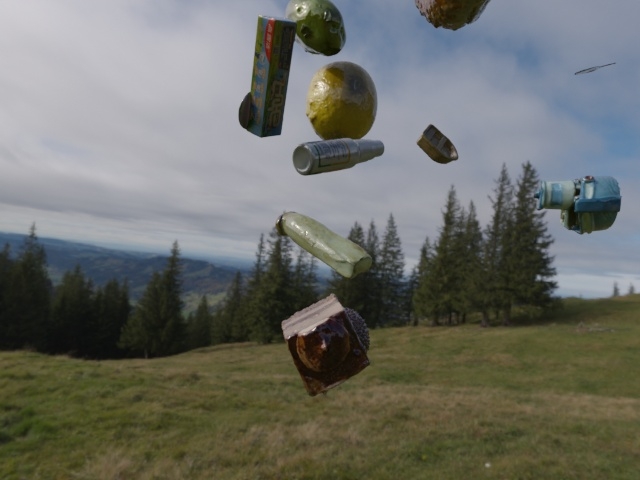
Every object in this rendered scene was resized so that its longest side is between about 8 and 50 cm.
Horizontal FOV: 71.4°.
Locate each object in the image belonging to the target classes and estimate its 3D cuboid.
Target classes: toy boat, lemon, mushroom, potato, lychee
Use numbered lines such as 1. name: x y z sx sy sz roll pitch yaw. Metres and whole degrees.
1. toy boat: 0.496 -0.394 1.879 0.188 0.116 0.061 42 -39 -4
2. lemon: 0.073 -0.473 1.533 0.261 0.283 0.260 -17 -26 -9
3. mushroom: 0.000 0.000 1.184 0.100 0.081 0.312 -26 41 -34
4. potato: -0.013 -0.674 1.399 0.253 0.148 0.186 49 8 26
5. toy boat: 0.383 -0.054 0.683 0.102 0.088 0.215 1 5 20
6. lychee: 0.046 0.350 1.562 0.272 0.271 0.271 4 -6 0

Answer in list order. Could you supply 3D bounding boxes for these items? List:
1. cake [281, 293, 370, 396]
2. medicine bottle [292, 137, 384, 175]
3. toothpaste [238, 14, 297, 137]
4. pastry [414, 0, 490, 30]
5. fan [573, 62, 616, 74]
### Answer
1. cake: 0.019 0.283 1.196 0.196 0.198 0.293 -25 4 -5
2. medicine bottle: 0.034 -0.175 0.888 0.221 0.061 0.092 -17 27 -41
3. toothpaste: -0.093 -0.274 0.757 0.044 0.193 0.070 32 35 31
4. pastry: 0.191 -0.421 0.660 0.093 0.192 0.182 -11 -45 -2
5. fan: 0.628 -0.393 1.019 0.083 0.004 0.056 -9 6 25
